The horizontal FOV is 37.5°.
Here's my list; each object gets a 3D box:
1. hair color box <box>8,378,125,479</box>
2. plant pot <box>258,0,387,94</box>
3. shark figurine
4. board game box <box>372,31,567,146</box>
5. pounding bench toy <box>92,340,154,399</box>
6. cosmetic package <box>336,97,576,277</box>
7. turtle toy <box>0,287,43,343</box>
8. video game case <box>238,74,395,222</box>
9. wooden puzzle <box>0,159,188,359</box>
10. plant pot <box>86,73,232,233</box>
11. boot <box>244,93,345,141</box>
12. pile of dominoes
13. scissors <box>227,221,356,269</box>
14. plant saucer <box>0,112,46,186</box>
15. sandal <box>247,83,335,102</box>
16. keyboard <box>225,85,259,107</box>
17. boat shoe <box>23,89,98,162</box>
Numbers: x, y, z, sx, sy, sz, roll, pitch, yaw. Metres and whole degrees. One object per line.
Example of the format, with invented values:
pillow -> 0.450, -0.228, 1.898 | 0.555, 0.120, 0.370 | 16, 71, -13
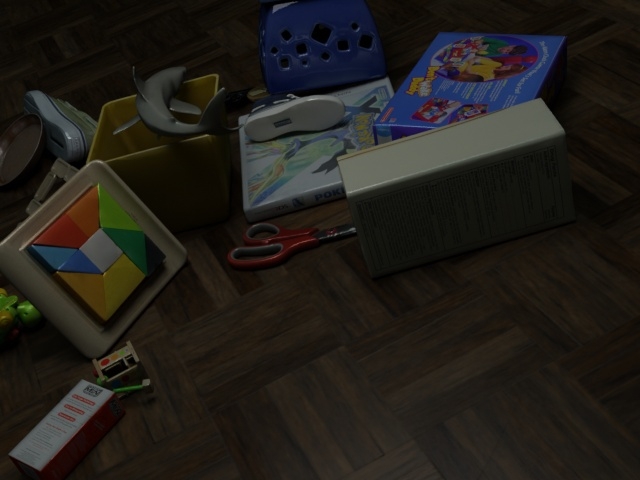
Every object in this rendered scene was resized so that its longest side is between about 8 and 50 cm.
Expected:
hair color box -> -0.334, 0.255, 1.250 | 0.072, 0.043, 0.141 | 13, 47, 36
plant pot -> -0.012, -0.428, 1.819 | 0.236, 0.212, 0.236 | -10, 25, -2
shark figurine -> -0.247, -0.219, 1.462 | 0.166, 0.116, 0.278 | -30, 35, -13
board game box -> 0.259, -0.238, 1.574 | 0.233, 0.078, 0.347 | 8, 39, 24
pounding bench toy -> -0.271, 0.192, 1.297 | 0.065, 0.052, 0.083 | -28, 37, -13
cosmetic package -> 0.194, -0.074, 1.356 | 0.310, 0.160, 0.113 | -16, 35, 2
turtle toy -> -0.497, 0.125, 1.473 | 0.130, 0.066, 0.095 | -25, 36, -10
video game case -> 0.004, -0.172, 1.672 | 0.300, 0.036, 0.329 | -16, 36, 4
wooden puzzle -> -0.336, 0.023, 1.419 | 0.044, 0.221, 0.238 | -22, 24, 52
plant pot -> -0.247, -0.131, 1.599 | 0.212, 0.187, 0.212 | -14, 36, 7
boot -> -0.044, -0.239, 1.692 | 0.190, 0.069, 0.086 | -9, 39, 16
pile of dominoes -> -0.443, -0.022, 1.635 | 0.251, 0.040, 0.196 | 30, 87, 48
scissors -> 0.000, 0.000, 1.465 | 0.297, 0.021, 0.109 | -4, 36, 18
plant saucer -> -0.610, -0.178, 1.908 | 0.168, 0.029, 0.168 | -21, 52, 30
sandal -> -0.052, -0.285, 1.842 | 0.180, 0.049, 0.072 | -12, 26, -17
keyboard -> -0.202, -0.278, 1.918 | 0.192, 0.038, 0.100 | -11, 13, 12
boat shoe -> -0.533, -0.234, 1.957 | 0.094, 0.109, 0.302 | -11, 32, -33
